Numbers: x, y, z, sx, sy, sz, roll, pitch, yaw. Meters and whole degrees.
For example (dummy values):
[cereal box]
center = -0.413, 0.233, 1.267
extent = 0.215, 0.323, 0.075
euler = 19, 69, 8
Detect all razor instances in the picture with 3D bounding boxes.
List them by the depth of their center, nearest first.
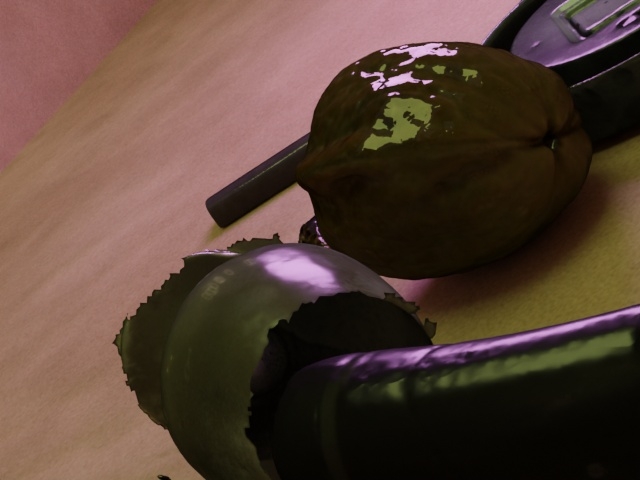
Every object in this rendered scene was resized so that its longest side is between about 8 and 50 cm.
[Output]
[razor]
center = 0.141, 0.131, 0.972
extent = 0.349, 0.204, 0.113
euler = -17, 39, 35

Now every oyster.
[oyster]
center = 0.003, -0.001, 1.750
extent = 0.103, 0.051, 0.148
euler = -44, 29, 8

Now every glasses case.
[glasses case]
center = -0.070, -0.088, 2.087
extent = 0.191, 0.042, 0.072
euler = -32, 13, 18

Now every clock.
[clock]
center = 0.332, -0.235, 1.633
extent = 0.386, 0.076, 0.386
euler = -33, 20, 13

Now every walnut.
[walnut]
center = 0.111, -0.079, 1.459
extent = 0.283, 0.227, 0.283
euler = -12, 3, 1

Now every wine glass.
[wine glass]
center = -0.035, 0.110, 1.322
extent = 0.238, 0.238, 0.323
euler = -44, 22, -14

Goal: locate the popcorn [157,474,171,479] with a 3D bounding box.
[popcorn]
center = -0.115, 0.272, 1.199
extent = 0.195, 0.168, 0.173
euler = 169, 110, -71
